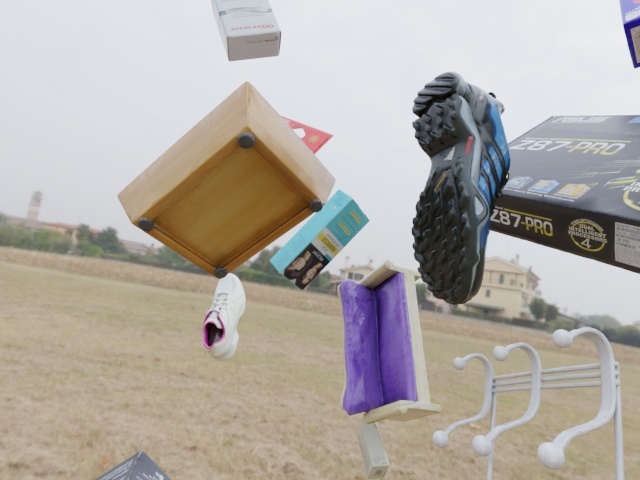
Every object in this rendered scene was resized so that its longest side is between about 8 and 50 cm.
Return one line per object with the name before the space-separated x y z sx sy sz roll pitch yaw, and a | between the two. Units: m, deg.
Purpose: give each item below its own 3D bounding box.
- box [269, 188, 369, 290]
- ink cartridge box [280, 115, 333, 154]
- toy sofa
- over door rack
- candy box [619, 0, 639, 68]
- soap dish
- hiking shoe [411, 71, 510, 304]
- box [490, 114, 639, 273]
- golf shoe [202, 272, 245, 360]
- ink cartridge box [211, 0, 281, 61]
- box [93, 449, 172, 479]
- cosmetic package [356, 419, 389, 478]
box | 0.000 0.000 0.994 0.060 0.244 0.100 42 -2 45
ink cartridge box | -0.145 -0.281 1.242 0.296 0.261 0.066 34 -10 44
toy sofa | 0.154 0.239 0.991 0.177 0.363 0.150 15 -35 -22
over door rack | 0.221 0.275 0.447 0.108 0.324 0.239 6 -23 -8
candy box | 0.793 -0.536 0.852 0.268 0.317 0.122 -11 -49 41
soap dish | -0.148 -0.075 0.678 0.290 0.118 0.229 -35 -51 16
hiking shoe | 0.203 -0.068 0.541 0.132 0.304 0.113 4 -4 -25
box | 0.460 -0.098 0.659 0.318 0.097 0.395 -30 27 -18
golf shoe | -0.333 0.247 1.398 0.115 0.306 0.140 -5 -25 10
ink cartridge box | -0.210 -0.613 1.146 0.153 0.208 0.087 -13 -23 -15
box | -0.496 0.683 0.837 0.343 0.179 0.312 -33 13 5
cosmetic package | 0.122 0.490 0.967 0.041 0.060 0.115 3 36 -13
